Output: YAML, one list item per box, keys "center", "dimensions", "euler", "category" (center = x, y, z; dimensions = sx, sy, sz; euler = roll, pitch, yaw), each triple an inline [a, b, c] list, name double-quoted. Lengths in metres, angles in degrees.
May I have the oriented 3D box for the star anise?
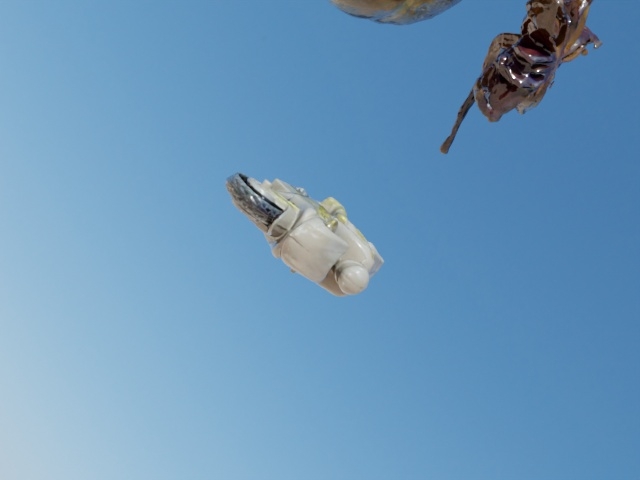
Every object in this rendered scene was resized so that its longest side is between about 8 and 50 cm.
- center: [0.163, -0.139, 0.809]
  dimensions: [0.070, 0.097, 0.191]
  euler: [43, -62, 17]
  category: "star anise"

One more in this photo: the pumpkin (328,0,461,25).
- center: [0.054, -0.280, 0.783]
  dimensions: [0.162, 0.219, 0.219]
  euler: [-13, -71, 53]
  category: "pumpkin"

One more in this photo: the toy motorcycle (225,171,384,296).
- center: [0.000, 0.000, 1.383]
  dimensions: [0.223, 0.108, 0.340]
  euler: [43, 9, 21]
  category: "toy motorcycle"
